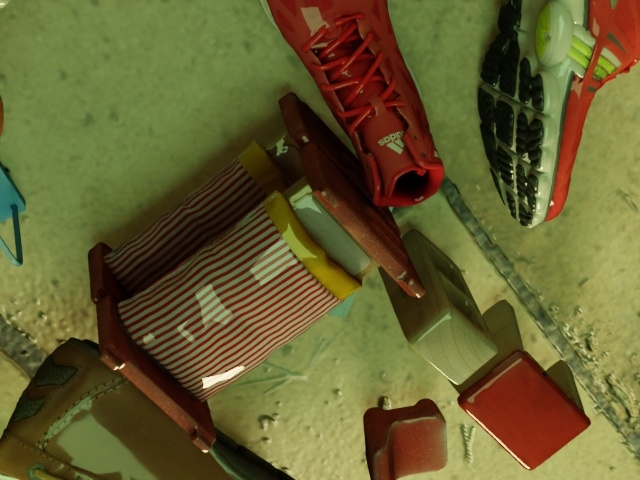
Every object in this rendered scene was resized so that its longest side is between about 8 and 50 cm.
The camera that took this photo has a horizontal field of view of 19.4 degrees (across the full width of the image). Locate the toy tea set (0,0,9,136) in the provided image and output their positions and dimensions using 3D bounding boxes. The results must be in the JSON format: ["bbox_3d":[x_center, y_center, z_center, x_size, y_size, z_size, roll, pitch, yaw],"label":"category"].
[{"bbox_3d":[-0.201,-0.165,1.174,0.336,0.200,0.124,-42,138,11],"label":"toy tea set"}]

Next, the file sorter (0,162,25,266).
[{"bbox_3d":[-0.302,-0.008,1.282,0.170,0.104,0.118,-26,123,3],"label":"file sorter"}]

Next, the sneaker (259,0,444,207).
[{"bbox_3d":[0.034,-0.110,1.264,0.087,0.128,0.221,-32,134,7],"label":"sneaker"}]

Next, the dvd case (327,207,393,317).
[{"bbox_3d":[0.000,0.000,1.410,0.087,0.013,0.119,13,116,-20],"label":"dvd case"}]

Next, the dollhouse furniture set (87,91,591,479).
[{"bbox_3d":[0.027,0.092,1.373,0.201,0.152,0.374,-39,121,12],"label":"dollhouse furniture set"}]

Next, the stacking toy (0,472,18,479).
[{"bbox_3d":[-0.164,0.327,1.502,0.308,0.130,0.280,7,119,-17],"label":"stacking toy"}]

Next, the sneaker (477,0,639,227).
[{"bbox_3d":[0.190,-0.130,1.326,0.118,0.107,0.279,-5,124,-21],"label":"sneaker"}]

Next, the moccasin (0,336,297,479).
[{"bbox_3d":[-0.078,0.228,1.403,0.380,0.139,0.147,39,79,-31],"label":"moccasin"}]
